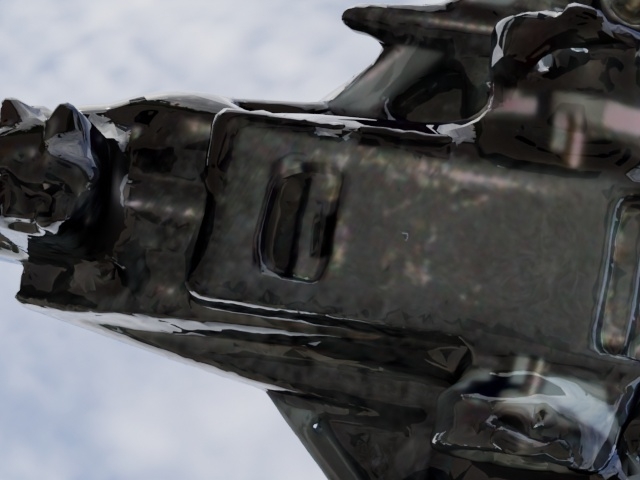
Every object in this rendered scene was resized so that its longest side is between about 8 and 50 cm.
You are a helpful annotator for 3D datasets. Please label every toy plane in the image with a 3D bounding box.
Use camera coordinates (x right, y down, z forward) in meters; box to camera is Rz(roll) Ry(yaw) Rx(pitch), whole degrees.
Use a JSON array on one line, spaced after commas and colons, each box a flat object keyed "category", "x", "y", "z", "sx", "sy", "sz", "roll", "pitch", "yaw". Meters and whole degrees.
[{"category": "toy plane", "x": 0.000, "y": -0.001, "z": 0.342, "sx": 0.246, "sy": 0.078, "sz": 0.169, "roll": 11, "pitch": -101, "yaw": -3}]
